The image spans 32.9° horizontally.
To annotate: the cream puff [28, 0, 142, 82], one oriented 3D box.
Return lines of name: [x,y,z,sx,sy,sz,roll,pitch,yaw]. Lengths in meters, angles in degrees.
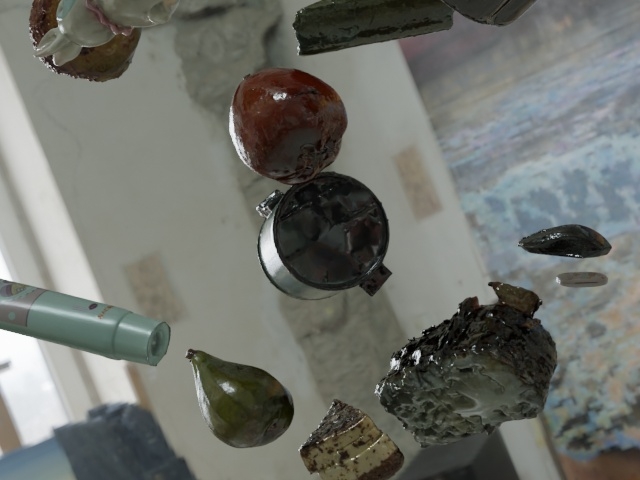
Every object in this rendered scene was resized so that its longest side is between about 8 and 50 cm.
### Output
cream puff: [-0.475,-0.433,2.194,0.240,0.240,0.164,-22,10,-33]

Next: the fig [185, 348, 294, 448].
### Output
fig: [-0.133,0.245,1.658,0.185,0.126,0.133,19,33,41]

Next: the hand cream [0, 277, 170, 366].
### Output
hand cream: [-0.326,0.083,1.218,0.331,0.058,0.085,10,39,20]

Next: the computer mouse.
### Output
computer mouse: [0.449,-0.003,1.999,0.172,0.057,0.099,3,15,19]

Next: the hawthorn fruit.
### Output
hawthorn fruit: [-0.058,-0.190,1.683,0.185,0.202,0.185,-30,-29,-19]

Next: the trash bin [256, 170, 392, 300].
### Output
trash bin: [0.000,0.000,2.074,0.217,0.277,0.262,-45,0,-11]

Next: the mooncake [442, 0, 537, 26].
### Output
mooncake: [0.191,-0.391,1.414,0.133,0.245,0.245,-41,-8,24]

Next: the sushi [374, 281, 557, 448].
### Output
sushi: [0.232,0.196,1.725,0.343,0.196,0.182,-35,30,46]

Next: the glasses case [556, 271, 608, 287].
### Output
glasses case: [0.417,0.062,1.730,0.083,0.021,0.032,-1,20,-10]

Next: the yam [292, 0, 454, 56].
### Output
yam: [0.084,-0.359,1.723,0.259,0.106,0.106,-9,0,1]

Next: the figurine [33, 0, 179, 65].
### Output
figurine: [-0.336,-0.364,1.633,0.236,0.155,0.127,-18,-1,23]

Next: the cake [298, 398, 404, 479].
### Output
cake: [0.071,0.312,1.741,0.135,0.112,0.246,-30,2,18]
